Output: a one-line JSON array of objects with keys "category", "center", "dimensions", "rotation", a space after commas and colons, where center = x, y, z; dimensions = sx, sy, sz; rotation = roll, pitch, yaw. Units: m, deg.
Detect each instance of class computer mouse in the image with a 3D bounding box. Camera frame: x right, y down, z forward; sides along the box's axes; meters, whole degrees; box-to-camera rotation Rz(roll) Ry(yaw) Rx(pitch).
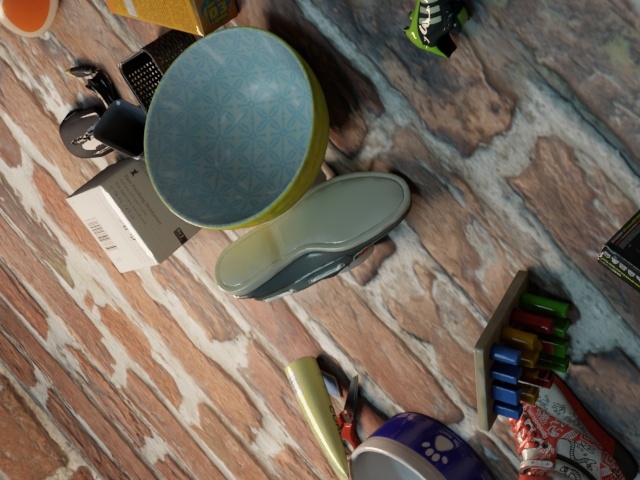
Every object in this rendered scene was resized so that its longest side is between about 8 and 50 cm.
[{"category": "computer mouse", "center": [-0.440, -0.229, 2.355], "dimensions": [0.262, 0.060, 0.184], "rotation": [3, 126, 53]}]

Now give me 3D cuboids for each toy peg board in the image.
[{"category": "toy peg board", "center": [0.275, 0.155, 1.707], "dimensions": [0.079, 0.160, 0.161], "rotation": [14, 136, 26]}]

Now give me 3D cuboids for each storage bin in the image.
[{"category": "storage bin", "center": [-0.224, -0.235, 2.026], "dimensions": [0.122, 0.084, 0.180], "rotation": [-13, 111, 58]}, {"category": "storage bin", "center": [-0.308, -0.179, 2.211], "dimensions": [0.135, 0.098, 0.091], "rotation": [27, 170, 36]}]

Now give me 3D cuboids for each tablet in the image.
[{"category": "tablet", "center": [0.004, 0.254, 2.326], "dimensions": [0.083, 0.006, 0.054], "rotation": [23, 140, 42]}]

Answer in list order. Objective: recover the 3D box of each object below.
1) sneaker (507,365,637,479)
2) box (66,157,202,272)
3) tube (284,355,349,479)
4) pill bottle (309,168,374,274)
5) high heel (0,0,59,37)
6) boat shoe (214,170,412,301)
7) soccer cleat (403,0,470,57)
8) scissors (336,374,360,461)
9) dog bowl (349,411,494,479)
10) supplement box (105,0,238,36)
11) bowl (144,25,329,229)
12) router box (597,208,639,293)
[{"category": "sneaker", "center": [0.306, 0.281, 1.798], "dimensions": [0.270, 0.145, 0.090], "rotation": [45, 150, 12]}, {"category": "box", "center": [-0.344, -0.050, 2.349], "dimensions": [0.181, 0.119, 0.182], "rotation": [55, 150, -14]}, {"category": "tube", "center": [0.007, 0.322, 2.254], "dimensions": [0.062, 0.070, 0.240], "rotation": [-38, 62, 32]}, {"category": "pill bottle", "center": [0.011, -0.030, 1.925], "dimensions": [0.086, 0.086, 0.152], "rotation": [-7, 117, 56]}, {"category": "high heel", "center": [-0.526, -0.519, 2.156], "dimensions": [0.377, 0.127, 0.181], "rotation": [94, 159, -55]}, {"category": "boat shoe", "center": [0.000, 0.000, 1.858], "dimensions": [0.099, 0.319, 0.116], "rotation": [38, -150, -53]}, {"category": "soccer cleat", "center": [0.144, -0.287, 1.498], "dimensions": [0.072, 0.060, 0.179], "rotation": [31, 152, 16]}, {"category": "scissors", "center": [0.057, 0.327, 2.321], "dimensions": [0.109, 0.021, 0.297], "rotation": [47, 149, 8]}, {"category": "dog bowl", "center": [0.179, 0.425, 2.174], "dimensions": [0.265, 0.104, 0.265], "rotation": [34, 146, 27]}, {"category": "supplement box", "center": [-0.230, -0.367, 1.897], "dimensions": [0.233, 0.078, 0.080], "rotation": [21, 138, 43]}, {"category": "bowl", "center": [-0.093, -0.148, 1.839], "dimensions": [0.289, 0.289, 0.156], "rotation": [32, -172, 31]}, {"category": "router box", "center": [0.381, 0.006, 1.417], "dimensions": [0.092, 0.122, 0.038], "rotation": [40, 153, 20]}]
